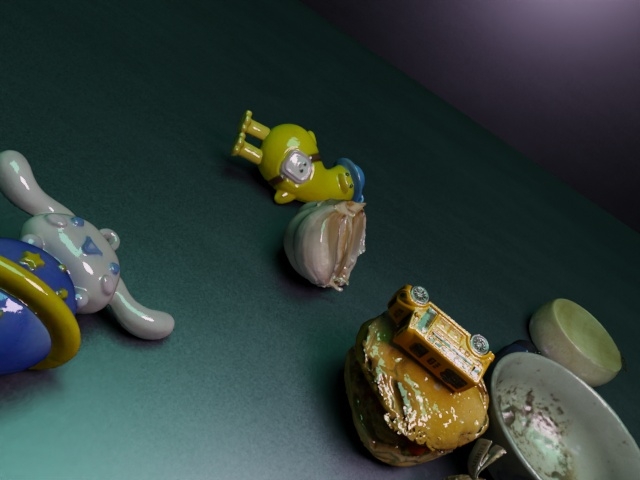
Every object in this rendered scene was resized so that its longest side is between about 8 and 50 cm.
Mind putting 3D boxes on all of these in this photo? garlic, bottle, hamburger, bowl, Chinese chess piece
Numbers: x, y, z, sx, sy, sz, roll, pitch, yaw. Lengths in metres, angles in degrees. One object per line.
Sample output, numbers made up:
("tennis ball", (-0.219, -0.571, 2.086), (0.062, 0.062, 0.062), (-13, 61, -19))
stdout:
("garlic", (0.000, 0.000, 0.919), (0.142, 0.178, 0.229), (11, 11, 19))
("bottle", (0.382, 0.271, 0.964), (0.244, 0.082, 0.072), (-12, 101, -44))
("hamburger", (0.144, 0.236, 0.743), (0.244, 0.163, 0.245), (16, 47, -18))
("bowl", (0.367, 0.346, 0.764), (0.288, 0.146, 0.289), (18, 37, -14))
("Chinese chess piece", (0.643, 0.260, 1.165), (0.237, 0.092, 0.238), (22, 37, -18))

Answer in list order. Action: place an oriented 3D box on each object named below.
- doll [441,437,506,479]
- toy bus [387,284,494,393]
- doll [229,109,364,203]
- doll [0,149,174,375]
("doll", (0.202, 0.387, 0.634), (0.105, 0.115, 0.222), (1, 62, 21))
("toy bus", (0.163, 0.142, 0.670), (0.162, 0.070, 0.074), (40, 55, 8))
("doll", (-0.040, -0.162, 1.080), (0.362, 0.145, 0.200), (24, 76, -29))
("doll", (-0.336, 0.078, 0.574), (0.311, 0.159, 0.243), (44, 16, -28))
